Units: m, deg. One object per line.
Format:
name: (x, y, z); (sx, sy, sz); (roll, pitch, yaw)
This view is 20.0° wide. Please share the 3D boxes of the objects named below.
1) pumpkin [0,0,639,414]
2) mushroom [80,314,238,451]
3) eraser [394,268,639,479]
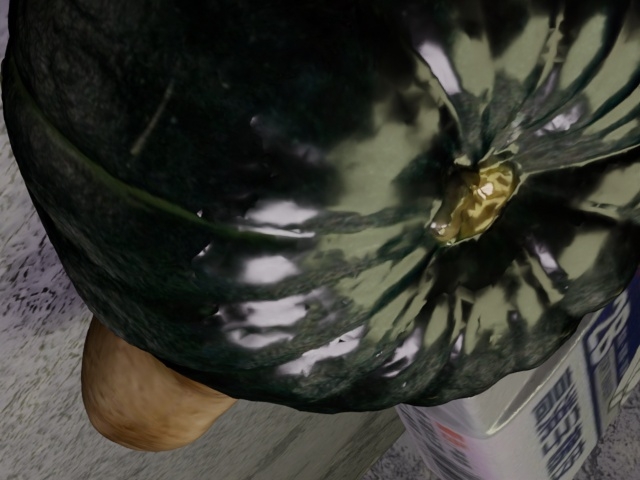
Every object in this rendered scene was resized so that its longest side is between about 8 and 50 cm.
pumpkin: (0.015, -0.053, 0.533); (0.220, 0.162, 0.220); (-16, 135, -16)
mushroom: (0.000, 0.000, 0.808); (0.278, 0.146, 0.278); (-35, 179, -1)
eraser: (0.083, 0.031, 0.718); (0.124, 0.068, 0.210); (-51, 159, -10)
